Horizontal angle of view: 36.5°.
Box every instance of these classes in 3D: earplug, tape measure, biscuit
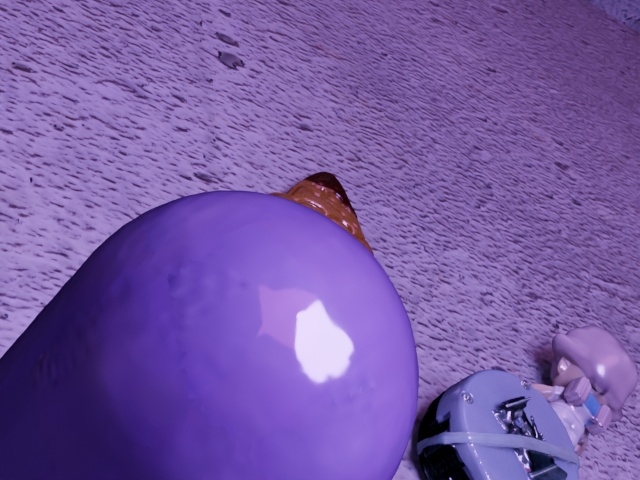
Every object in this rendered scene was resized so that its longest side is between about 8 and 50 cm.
[{"bbox_3d":[-0.119,0.148,0.529,0.215,0.456,0.215,26,39,-24],"label":"earplug"},{"bbox_3d":[0.193,0.231,1.039,0.182,0.107,0.181,-13,67,-47],"label":"tape measure"},{"bbox_3d":[0.000,0.000,1.176,0.183,0.043,0.280,34,38,-15],"label":"biscuit"}]

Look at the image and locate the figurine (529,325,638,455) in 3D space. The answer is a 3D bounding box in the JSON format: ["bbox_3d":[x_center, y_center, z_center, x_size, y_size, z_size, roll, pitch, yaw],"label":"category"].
[{"bbox_3d":[0.333,0.183,1.227,0.137,0.112,0.229,48,45,2],"label":"figurine"}]
